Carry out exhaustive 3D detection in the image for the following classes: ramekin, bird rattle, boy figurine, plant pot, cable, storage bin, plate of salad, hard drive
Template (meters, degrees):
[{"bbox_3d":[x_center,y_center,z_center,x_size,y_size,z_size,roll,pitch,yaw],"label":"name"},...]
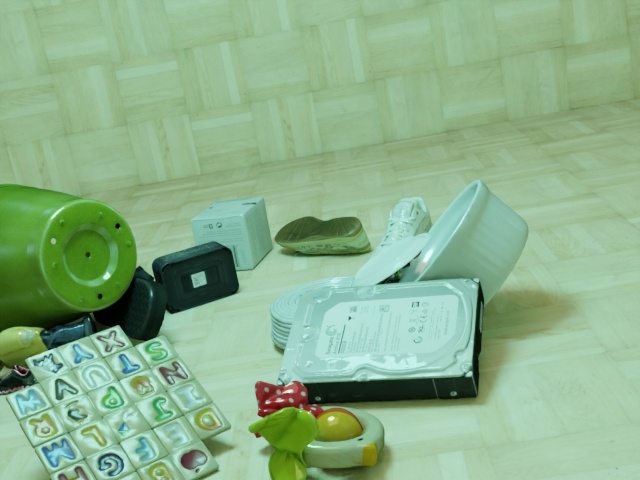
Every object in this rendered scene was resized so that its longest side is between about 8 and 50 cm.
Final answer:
[{"bbox_3d":[0.277,0.032,1.812,0.135,0.277,0.277,35,19,-3],"label":"ramekin"},{"bbox_3d":[-0.007,0.297,1.414,0.207,0.143,0.253,2,4,3],"label":"bird rattle"},{"bbox_3d":[-0.608,0.226,1.958,0.285,0.092,0.177,-14,-21,-11],"label":"boy figurine"},{"bbox_3d":[-0.600,0.041,2.076,0.353,0.366,0.366,-4,16,45],"label":"plant pot"},{"bbox_3d":[0.023,0.146,1.885,0.257,0.089,0.257,-15,17,-15],"label":"cable"},{"bbox_3d":[-0.298,0.085,2.246,0.180,0.122,0.084,-17,17,-23],"label":"storage bin"},{"bbox_3d":[0.138,0.052,1.838,0.200,0.048,0.200,-34,9,6],"label":"plate of salad"},{"bbox_3d":[0.109,0.172,1.640,0.339,0.064,0.237,-5,39,19],"label":"hard drive"}]

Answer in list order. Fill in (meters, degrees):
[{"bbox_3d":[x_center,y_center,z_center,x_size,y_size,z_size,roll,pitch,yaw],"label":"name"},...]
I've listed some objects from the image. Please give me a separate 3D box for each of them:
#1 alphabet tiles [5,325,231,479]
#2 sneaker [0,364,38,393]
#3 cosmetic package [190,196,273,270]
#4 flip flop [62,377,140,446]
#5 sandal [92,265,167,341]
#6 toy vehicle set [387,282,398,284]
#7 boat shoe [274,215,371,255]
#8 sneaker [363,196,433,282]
[{"bbox_3d":[-0.321,0.274,1.498,0.285,0.011,0.342,-19,48,-32],"label":"alphabet tiles"},{"bbox_3d":[-0.618,0.278,1.907,0.119,0.057,0.047,-7,18,18],"label":"sneaker"},{"bbox_3d":[-0.233,-0.017,2.501,0.151,0.151,0.184,-5,17,15],"label":"cosmetic package"},{"bbox_3d":[-0.341,0.311,1.558,0.080,0.112,0.277,-16,14,43],"label":"flip flop"},{"bbox_3d":[-0.430,0.137,2.161,0.107,0.168,0.446,15,5,-31],"label":"sandal"},{"bbox_3d":[0.236,0.085,2.060,0.166,0.035,0.267,-13,16,-6],"label":"toy vehicle set"},{"bbox_3d":[0.000,0.000,2.450,0.285,0.089,0.104,1,45,42],"label":"boat shoe"},{"bbox_3d":[0.166,-0.004,2.069,0.114,0.152,0.305,0,20,25],"label":"sneaker"}]
